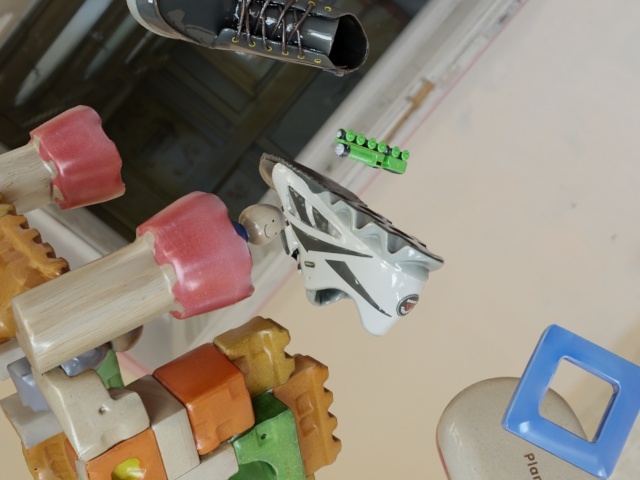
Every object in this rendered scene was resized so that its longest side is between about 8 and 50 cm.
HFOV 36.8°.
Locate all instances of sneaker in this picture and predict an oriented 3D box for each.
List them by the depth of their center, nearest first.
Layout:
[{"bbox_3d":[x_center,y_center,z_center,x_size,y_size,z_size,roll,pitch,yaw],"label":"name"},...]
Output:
[{"bbox_3d":[-0.055,-0.202,0.845,0.118,0.083,0.222,23,-165,36],"label":"sneaker"},{"bbox_3d":[0.000,0.000,1.231,0.122,0.146,0.330,20,-164,-45],"label":"sneaker"}]

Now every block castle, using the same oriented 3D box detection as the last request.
[{"bbox_3d":[-0.142,0.135,0.828,0.303,0.213,0.453,33,140,47],"label":"block castle"}]

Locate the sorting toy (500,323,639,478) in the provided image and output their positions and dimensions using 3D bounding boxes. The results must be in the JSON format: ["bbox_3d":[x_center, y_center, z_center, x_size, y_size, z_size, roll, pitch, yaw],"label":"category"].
[{"bbox_3d":[0.261,0.151,0.521,0.348,0.196,0.047,13,168,-1],"label":"sorting toy"}]

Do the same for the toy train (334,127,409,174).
[{"bbox_3d":[0.042,-0.073,0.795,0.083,0.023,0.017,13,-177,-42],"label":"toy train"}]

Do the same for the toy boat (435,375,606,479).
[{"bbox_3d":[0.202,0.258,0.983,0.151,0.151,0.231,97,158,-60],"label":"toy boat"}]
